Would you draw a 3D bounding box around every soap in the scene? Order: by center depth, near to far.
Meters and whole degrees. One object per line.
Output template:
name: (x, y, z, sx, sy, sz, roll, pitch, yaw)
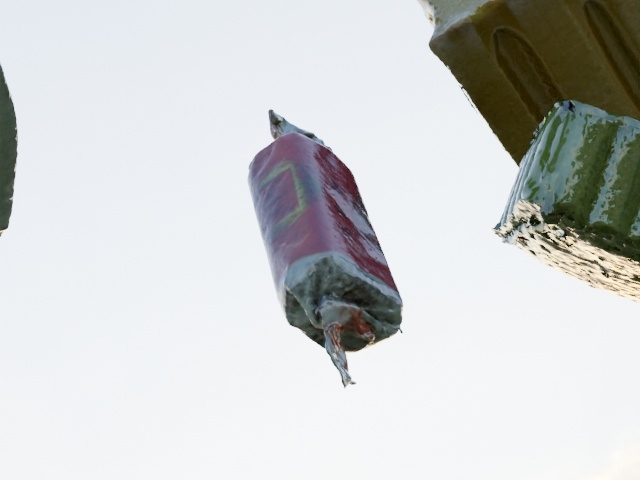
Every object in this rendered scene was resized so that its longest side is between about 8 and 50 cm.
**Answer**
soap: (0.230, -0.158, 1.641, 0.199, 0.091, 0.315, -32, -44, 11)

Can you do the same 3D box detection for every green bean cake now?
green bean cake: (0.257, -0.021, 1.513, 0.200, 0.113, 0.214, 23, -10, 2)

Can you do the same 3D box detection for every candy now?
candy: (0.000, -0.001, 1.221, 0.059, 0.292, 0.086, -41, -54, 19)

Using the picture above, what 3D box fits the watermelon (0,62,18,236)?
watermelon: (-0.256, -0.034, 0.716, 0.310, 0.232, 0.193, 3, -12, 20)
